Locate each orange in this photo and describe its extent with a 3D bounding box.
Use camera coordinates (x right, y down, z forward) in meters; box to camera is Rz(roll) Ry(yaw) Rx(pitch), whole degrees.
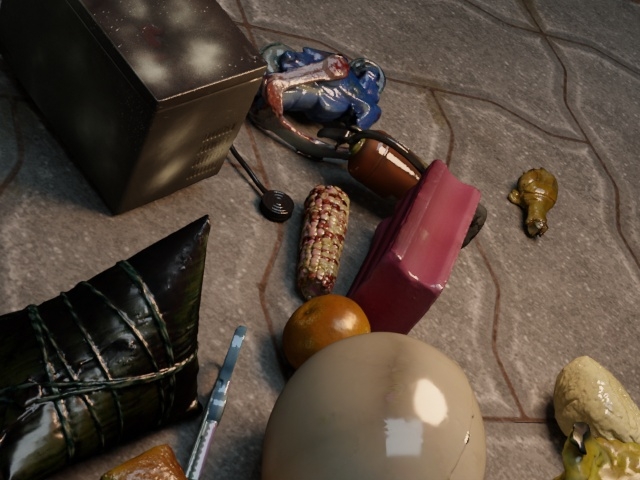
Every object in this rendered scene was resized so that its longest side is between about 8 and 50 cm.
[{"bbox_3d":[0.013,0.166,1.832,0.134,0.154,0.155,49,32,-24],"label":"orange"}]

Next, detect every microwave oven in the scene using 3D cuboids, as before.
[{"bbox_3d":[-0.349,-0.321,1.919,0.236,0.374,0.432,-24,69,-37],"label":"microwave oven"}]

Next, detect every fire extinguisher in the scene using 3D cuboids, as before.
[{"bbox_3d":[0.181,-0.137,2.203,0.376,0.200,0.113,34,54,-15],"label":"fire extinguisher"}]

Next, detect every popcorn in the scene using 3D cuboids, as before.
[{"bbox_3d":[0.470,0.468,1.761,0.292,0.237,0.293,24,36,-19],"label":"popcorn"}]

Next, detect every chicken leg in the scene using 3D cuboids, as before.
[{"bbox_3d":[0.491,-0.092,2.515,0.103,0.088,0.228,37,43,-12],"label":"chicken leg"}]

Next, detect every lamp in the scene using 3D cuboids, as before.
[{"bbox_3d":[-0.160,-0.204,2.136,0.130,0.108,0.371,-7,53,-36],"label":"lamp"}]

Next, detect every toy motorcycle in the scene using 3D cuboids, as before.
[{"bbox_3d":[-0.005,-0.291,2.329,0.319,0.241,0.182,5,5,-24],"label":"toy motorcycle"}]

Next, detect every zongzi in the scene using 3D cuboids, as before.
[{"bbox_3d":[-0.287,0.127,1.496,0.383,0.362,0.319,-5,34,-36],"label":"zongzi"}]

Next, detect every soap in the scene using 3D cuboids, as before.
[{"bbox_3d":[0.157,0.033,2.007,0.128,0.233,0.359,35,37,-3],"label":"soap"}]

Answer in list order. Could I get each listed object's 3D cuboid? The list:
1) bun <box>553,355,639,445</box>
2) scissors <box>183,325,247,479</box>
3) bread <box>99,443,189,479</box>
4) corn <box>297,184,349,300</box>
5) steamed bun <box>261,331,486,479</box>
[{"bbox_3d":[0.515,0.329,2.025,0.220,0.134,0.220,47,16,-18],"label":"bun"},{"bbox_3d":[-0.160,0.252,1.665,0.030,0.125,0.256,19,53,-4],"label":"scissors"},{"bbox_3d":[-0.214,0.374,1.476,0.132,0.103,0.172,-20,64,-46],"label":"bread"},{"bbox_3d":[0.000,0.000,2.048,0.092,0.092,0.281,24,41,-12],"label":"corn"},{"bbox_3d":[0.078,0.307,1.587,0.333,0.334,0.374,29,37,-7],"label":"steamed bun"}]
